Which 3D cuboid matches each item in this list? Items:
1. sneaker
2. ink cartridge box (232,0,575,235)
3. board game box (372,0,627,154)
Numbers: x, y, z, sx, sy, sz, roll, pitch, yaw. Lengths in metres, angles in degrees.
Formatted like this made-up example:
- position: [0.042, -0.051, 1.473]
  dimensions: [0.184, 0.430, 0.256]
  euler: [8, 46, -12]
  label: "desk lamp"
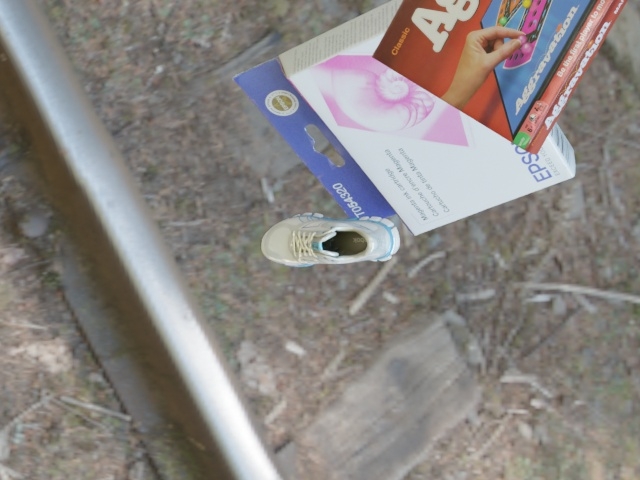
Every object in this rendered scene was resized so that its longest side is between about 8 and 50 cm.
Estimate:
- position: [0.000, 0.000, 1.577]
  dimensions: [0.083, 0.190, 0.071]
  euler: [-13, 97, -63]
  label: "sneaker"
- position: [0.107, -0.144, 1.566]
  dimensions: [0.324, 0.330, 0.071]
  euler: [48, 31, -36]
  label: "ink cartridge box"
- position: [0.159, -0.216, 0.846]
  dimensions: [0.027, 0.145, 0.281]
  euler: [10, 112, -57]
  label: "board game box"
